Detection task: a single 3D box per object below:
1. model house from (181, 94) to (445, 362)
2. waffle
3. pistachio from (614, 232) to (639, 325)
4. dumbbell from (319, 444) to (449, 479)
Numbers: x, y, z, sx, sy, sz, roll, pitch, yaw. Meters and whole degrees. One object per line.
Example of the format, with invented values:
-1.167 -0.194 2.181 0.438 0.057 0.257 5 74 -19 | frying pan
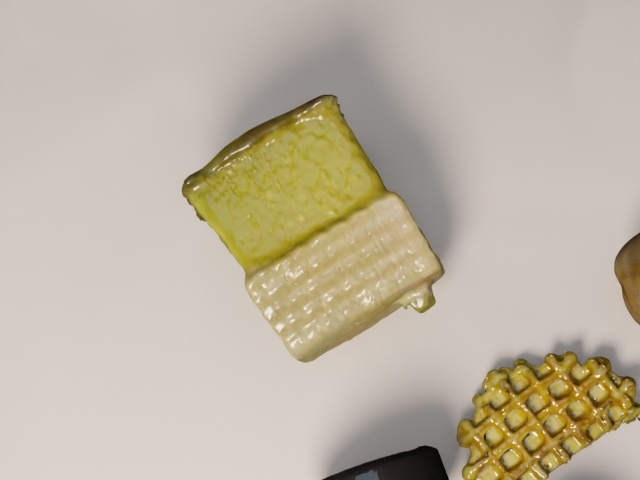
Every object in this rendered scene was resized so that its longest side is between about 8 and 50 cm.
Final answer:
0.000 0.000 1.354 0.193 0.175 0.234 -32 72 -2 | model house
0.236 0.195 1.345 0.192 0.046 0.160 -3 74 6 | waffle
0.414 0.042 1.316 0.238 0.137 0.153 8 43 8 | pistachio
0.078 0.324 1.278 0.153 0.152 0.218 -20 75 2 | dumbbell
